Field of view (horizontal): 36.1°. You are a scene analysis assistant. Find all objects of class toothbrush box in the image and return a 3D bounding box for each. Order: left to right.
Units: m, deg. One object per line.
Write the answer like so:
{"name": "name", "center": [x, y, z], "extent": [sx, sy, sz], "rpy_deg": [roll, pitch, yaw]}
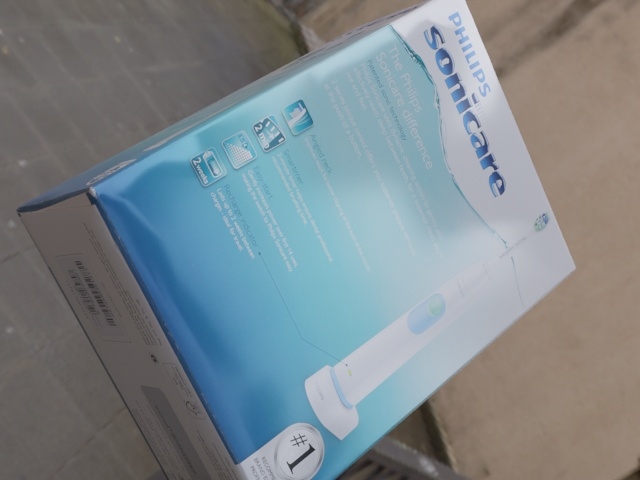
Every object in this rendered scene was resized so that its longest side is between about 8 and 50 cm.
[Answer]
{"name": "toothbrush box", "center": [0.000, 0.000, 0.629], "extent": [0.295, 0.126, 0.216], "rpy_deg": [-35, 106, -30]}
